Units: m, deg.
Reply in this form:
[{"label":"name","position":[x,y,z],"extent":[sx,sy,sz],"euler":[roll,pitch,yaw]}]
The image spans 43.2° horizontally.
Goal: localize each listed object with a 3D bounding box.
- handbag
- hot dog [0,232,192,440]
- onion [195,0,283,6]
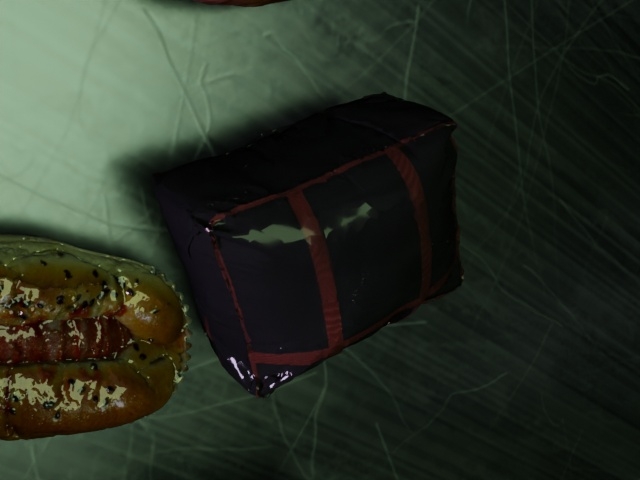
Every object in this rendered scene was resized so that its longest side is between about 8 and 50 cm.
[{"label":"handbag","position":[0.000,0.000,0.603],"extent":[0.215,0.155,0.169],"euler":[-24,125,-21]},{"label":"hot dog","position":[-0.217,0.066,0.553],"extent":[0.268,0.075,0.144],"euler":[9,95,-30]},{"label":"onion","position":[-0.029,-0.247,0.511],"extent":[0.230,0.163,0.230],"euler":[-16,129,-21]}]
